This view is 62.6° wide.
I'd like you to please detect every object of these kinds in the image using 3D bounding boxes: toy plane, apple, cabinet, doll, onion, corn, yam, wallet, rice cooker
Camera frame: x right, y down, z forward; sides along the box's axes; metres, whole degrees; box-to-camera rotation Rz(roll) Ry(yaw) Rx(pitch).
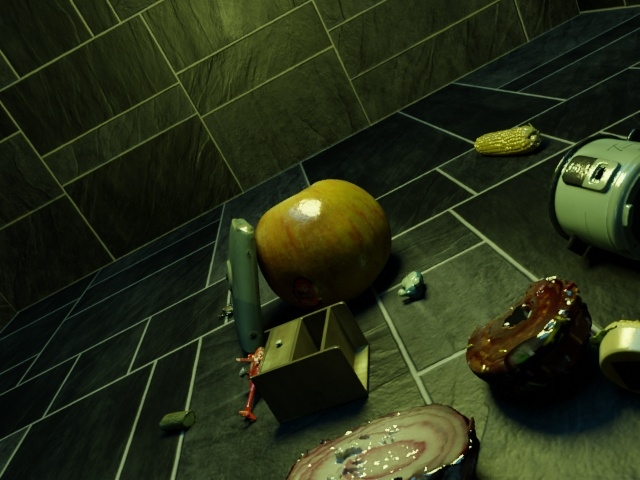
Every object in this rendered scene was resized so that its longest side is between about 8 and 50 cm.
[{"bbox_3d":[-0.295,0.235,1.767,0.120,0.031,0.049,-17,28,33],"label":"toy plane"},{"bbox_3d":[0.000,0.000,1.507,0.400,0.334,0.400,-21,24,10],"label":"apple"},{"bbox_3d":[-0.020,0.266,1.169,0.215,0.148,0.175,-23,21,17],"label":"cabinet"},{"bbox_3d":[0.233,0.115,1.341,0.076,0.050,0.083,-40,16,25],"label":"doll"},{"bbox_3d":[-0.151,0.345,1.278,0.077,0.126,0.194,-51,39,43],"label":"toy plane"},{"bbox_3d":[0.108,0.365,0.811,0.314,0.146,0.280,-25,-4,11],"label":"onion"},{"bbox_3d":[0.646,-0.341,1.828,0.091,0.091,0.260,-51,22,-13],"label":"corn"},{"bbox_3d":[-0.357,0.452,1.316,0.094,0.043,0.043,-16,24,26],"label":"yam"},{"bbox_3d":[-0.219,0.118,1.494,0.083,0.360,0.252,-5,12,-17],"label":"wallet"},{"bbox_3d":[0.607,-0.091,1.075,0.281,0.241,0.227,-65,24,7],"label":"rice cooker"}]

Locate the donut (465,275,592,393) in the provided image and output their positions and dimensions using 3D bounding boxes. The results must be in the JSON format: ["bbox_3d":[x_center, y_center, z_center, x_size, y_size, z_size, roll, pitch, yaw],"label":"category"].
[{"bbox_3d":[0.365,0.168,0.904,0.230,0.096,0.216,-43,5,1],"label":"donut"}]

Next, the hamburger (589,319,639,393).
[{"bbox_3d":[0.479,0.171,0.786,0.081,0.126,0.141,-55,7,-32],"label":"hamburger"}]
